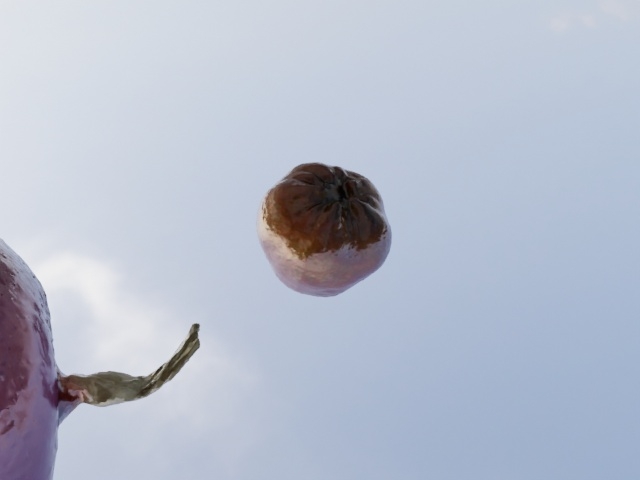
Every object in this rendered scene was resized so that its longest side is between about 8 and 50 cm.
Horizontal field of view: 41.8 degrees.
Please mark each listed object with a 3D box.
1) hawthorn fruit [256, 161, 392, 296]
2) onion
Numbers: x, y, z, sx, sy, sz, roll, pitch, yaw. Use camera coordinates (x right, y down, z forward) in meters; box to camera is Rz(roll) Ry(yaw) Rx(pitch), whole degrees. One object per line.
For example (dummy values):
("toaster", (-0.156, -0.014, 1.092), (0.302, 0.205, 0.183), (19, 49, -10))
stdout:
("hawthorn fruit", (0.000, 0.000, 1.397), (0.224, 0.260, 0.224), (7, -127, -10))
("onion", (-0.329, 0.163, 0.732), (0.345, 0.358, 0.358), (26, -147, -11))
